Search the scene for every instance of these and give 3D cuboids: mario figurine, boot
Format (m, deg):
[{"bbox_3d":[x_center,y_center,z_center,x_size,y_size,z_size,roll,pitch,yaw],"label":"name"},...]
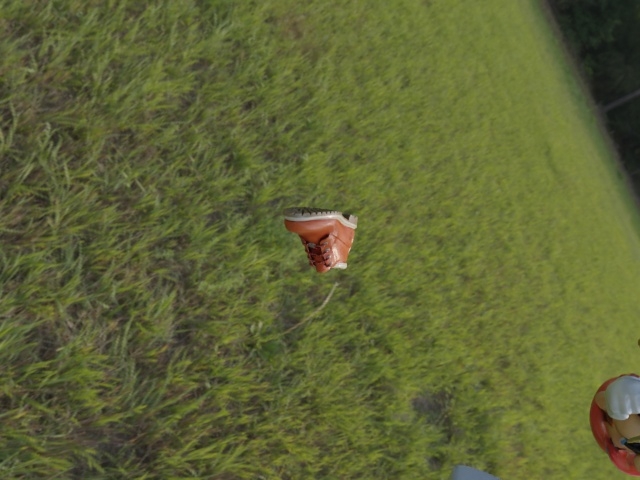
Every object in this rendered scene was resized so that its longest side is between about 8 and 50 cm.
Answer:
[{"bbox_3d":[0.475,0.249,0.760,0.170,0.320,0.198,-33,66,-23],"label":"mario figurine"},{"bbox_3d":[0.000,0.000,0.741,0.158,0.059,0.084,13,87,-60],"label":"boot"}]

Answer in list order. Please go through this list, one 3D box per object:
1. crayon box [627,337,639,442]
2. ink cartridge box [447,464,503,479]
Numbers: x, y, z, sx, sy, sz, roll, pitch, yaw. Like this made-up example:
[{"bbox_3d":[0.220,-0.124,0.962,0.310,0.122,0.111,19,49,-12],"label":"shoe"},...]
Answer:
[{"bbox_3d":[0.368,0.039,0.385,0.202,0.319,0.081,75,-7,-66],"label":"crayon box"},{"bbox_3d":[0.020,0.368,0.315,0.091,0.384,0.308,25,19,13],"label":"ink cartridge box"}]
